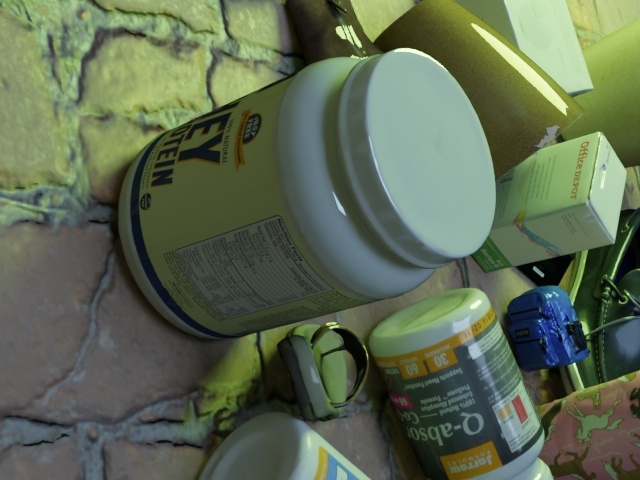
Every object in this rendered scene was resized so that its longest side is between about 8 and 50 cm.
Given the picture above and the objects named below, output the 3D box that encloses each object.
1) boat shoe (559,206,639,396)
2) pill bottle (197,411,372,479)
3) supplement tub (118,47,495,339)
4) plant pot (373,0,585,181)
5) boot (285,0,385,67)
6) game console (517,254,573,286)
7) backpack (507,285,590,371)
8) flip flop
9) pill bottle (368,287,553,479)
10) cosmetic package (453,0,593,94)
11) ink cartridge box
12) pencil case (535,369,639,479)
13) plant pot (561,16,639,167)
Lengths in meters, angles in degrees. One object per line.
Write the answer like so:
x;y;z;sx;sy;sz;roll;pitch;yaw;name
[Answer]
0.497;0.125;1.730;0.187;0.156;0.500;42;44;-22;boat shoe
0.010;0.308;1.102;0.272;0.152;0.152;46;45;-29;pill bottle
-0.017;-0.041;1.065;0.235;0.325;0.235;23;59;-44;supplement tub
0.192;-0.206;1.492;0.254;0.237;0.237;52;40;0;plant pot
-0.003;-0.218;1.371;0.248;0.090;0.207;-16;74;-47;boot
0.345;0.009;1.735;0.122;0.071;0.107;36;81;-36;game console
0.334;0.130;1.605;0.101;0.098;0.120;-11;86;-48;backpack
0.011;0.131;1.148;0.277;0.080;0.112;47;17;-82;flip flop
0.182;0.212;1.339;0.162;0.162;0.278;-33;101;-51;pill bottle
0.299;-0.315;1.702;0.225;0.138;0.224;-16;88;-50;cosmetic package
0.326;-0.054;1.573;0.093;0.212;0.154;47;44;-28;ink cartridge box
0.425;0.268;1.438;0.160;0.386;0.167;28;53;-32;pencil case
0.592;-0.264;1.900;0.334;0.305;0.333;23;59;-44;plant pot
